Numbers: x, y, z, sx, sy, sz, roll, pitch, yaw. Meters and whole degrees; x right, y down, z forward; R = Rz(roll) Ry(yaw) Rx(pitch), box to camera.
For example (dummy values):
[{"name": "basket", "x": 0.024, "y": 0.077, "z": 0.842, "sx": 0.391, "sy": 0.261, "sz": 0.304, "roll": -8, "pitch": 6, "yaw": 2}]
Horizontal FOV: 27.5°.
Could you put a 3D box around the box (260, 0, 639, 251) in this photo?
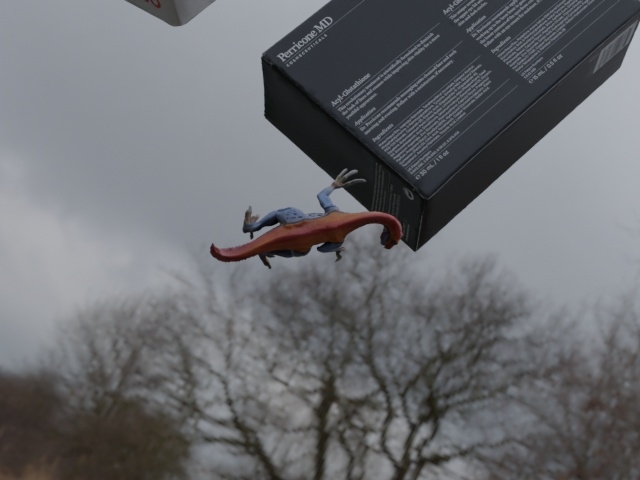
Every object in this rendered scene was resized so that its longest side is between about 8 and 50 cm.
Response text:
[{"name": "box", "x": 0.107, "y": -0.148, "z": 1.082, "sx": 0.184, "sy": 0.261, "sz": 0.103, "roll": 44, "pitch": -19, "yaw": 16}]

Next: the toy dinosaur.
[{"name": "toy dinosaur", "x": 0.000, "y": 0.000, "z": 0.717, "sx": 0.082, "sy": 0.090, "sz": 0.047, "roll": -3, "pitch": -64, "yaw": 32}]

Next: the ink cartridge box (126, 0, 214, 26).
[{"name": "ink cartridge box", "x": -0.155, "y": -0.297, "z": 1.075, "sx": 0.148, "sy": 0.086, "sz": 0.203, "roll": 33, "pitch": -28, "yaw": 31}]
